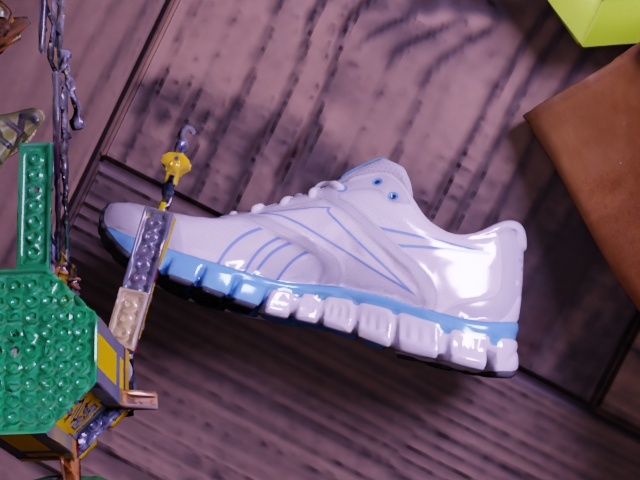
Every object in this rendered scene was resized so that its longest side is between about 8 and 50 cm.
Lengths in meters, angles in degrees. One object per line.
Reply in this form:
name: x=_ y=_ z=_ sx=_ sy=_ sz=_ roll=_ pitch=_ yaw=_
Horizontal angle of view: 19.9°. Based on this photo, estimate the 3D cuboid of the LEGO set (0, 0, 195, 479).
LEGO set: x=-0.176 y=-0.037 z=0.763 sx=0.255 sy=0.192 sz=0.331 roll=-11 pitch=74 yaw=2

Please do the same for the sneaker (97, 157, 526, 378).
sneaker: x=0.000 y=0.000 z=0.795 sx=0.190 sy=0.071 sz=0.083 roll=14 pitch=85 yaw=1

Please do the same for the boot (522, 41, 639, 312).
boot: x=0.147 y=0.064 z=0.751 sx=0.264 sy=0.096 sz=0.280 roll=-38 pitch=72 yaw=43

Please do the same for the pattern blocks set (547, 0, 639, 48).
pattern blocks set: x=0.123 y=-0.225 z=0.781 sx=0.324 sy=0.026 sz=0.285 roll=2 pitch=93 yaw=7
